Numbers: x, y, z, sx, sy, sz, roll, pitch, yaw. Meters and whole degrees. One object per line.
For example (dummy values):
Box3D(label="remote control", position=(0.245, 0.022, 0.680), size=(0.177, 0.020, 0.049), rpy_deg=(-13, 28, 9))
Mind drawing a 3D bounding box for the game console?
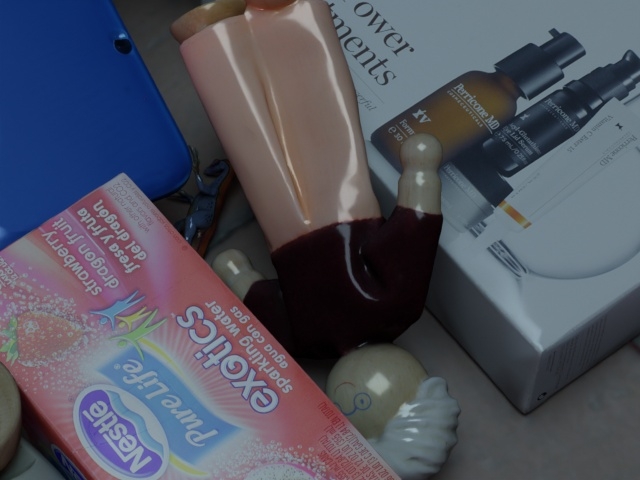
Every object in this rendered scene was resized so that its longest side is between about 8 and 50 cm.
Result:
Box3D(label="game console", position=(-0.274, -0.096, 1.297), size=(0.173, 0.250, 0.293), rpy_deg=(-13, 72, -54))

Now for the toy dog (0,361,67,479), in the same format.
Box3D(label="toy dog", position=(-0.183, 0.215, 1.095), size=(0.161, 0.220, 0.333), rpy_deg=(-34, 48, -21))

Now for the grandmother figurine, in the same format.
Box3D(label="grandmother figurine", position=(0.000, 0.000, 1.248), size=(0.104, 0.208, 0.342), rpy_deg=(-12, 77, -38))

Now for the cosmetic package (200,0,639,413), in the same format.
Box3D(label="cosmetic package", position=(0.137, -0.104, 1.359), size=(0.284, 0.097, 0.377), rpy_deg=(-32, 64, -21))

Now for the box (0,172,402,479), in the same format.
Box3D(label="box", position=(-0.084, 0.127, 1.180), size=(0.142, 0.154, 0.300), rpy_deg=(-34, 66, -20))

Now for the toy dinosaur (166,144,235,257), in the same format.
Box3D(label="toy dinosaur", position=(-0.083, -0.021, 1.349), size=(0.082, 0.047, 0.090), rpy_deg=(-35, 98, -29))
